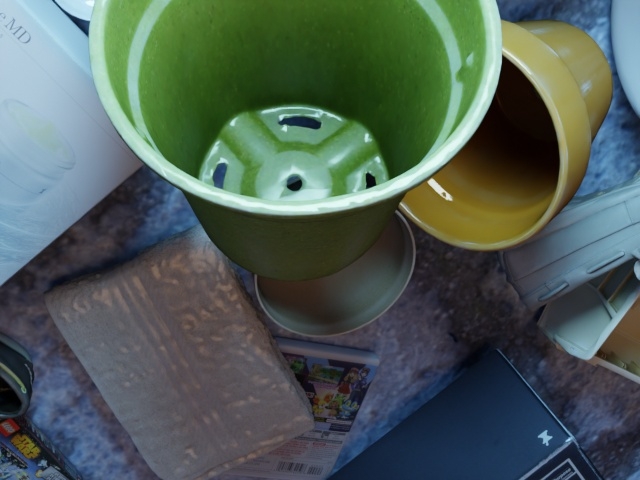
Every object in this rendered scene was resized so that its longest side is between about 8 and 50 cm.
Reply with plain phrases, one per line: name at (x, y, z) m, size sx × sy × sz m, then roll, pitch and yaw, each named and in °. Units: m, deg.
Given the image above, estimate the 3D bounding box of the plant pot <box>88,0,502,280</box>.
plant pot at (-0.020, -0.092, 0.753) m, size 0.276 × 0.276 × 0.254 m, roll -18°, pitch 158°, yaw -10°

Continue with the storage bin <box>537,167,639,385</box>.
storage bin at (0.438, 0.066, 1.145) m, size 0.262 × 0.123 × 0.260 m, roll 25°, pitch 107°, yaw -30°

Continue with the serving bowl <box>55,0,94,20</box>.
serving bowl at (-0.191, -0.230, 0.812) m, size 0.083 × 0.027 × 0.083 m, roll -9°, pitch 119°, yaw -15°

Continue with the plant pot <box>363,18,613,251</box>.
plant pot at (0.176, -0.121, 0.896) m, size 0.188 × 0.205 × 0.205 m, roll -34°, pitch 132°, yaw -42°

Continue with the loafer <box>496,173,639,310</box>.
loafer at (0.340, -0.012, 1.002) m, size 0.319 × 0.112 × 0.112 m, roll -21°, pitch 95°, yaw 34°

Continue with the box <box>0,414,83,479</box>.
box at (-0.330, 0.242, 1.024) m, size 0.093 × 0.027 × 0.137 m, roll -29°, pitch 124°, yaw -1°

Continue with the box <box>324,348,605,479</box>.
box at (0.199, 0.342, 1.171) m, size 0.296 × 0.183 × 0.294 m, roll -38°, pitch 128°, yaw 2°

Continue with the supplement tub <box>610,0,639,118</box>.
supplement tub at (0.479, -0.225, 0.932) m, size 0.324 × 0.235 × 0.236 m, roll -13°, pitch 121°, yaw -13°

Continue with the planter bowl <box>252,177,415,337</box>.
planter bowl at (0.000, 0.000, 0.958) m, size 0.162 × 0.109 × 0.162 m, roll -10°, pitch 124°, yaw -14°

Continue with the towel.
towel at (-0.137, 0.127, 0.999) m, size 0.187 × 0.049 × 0.282 m, roll -24°, pitch 117°, yaw 1°

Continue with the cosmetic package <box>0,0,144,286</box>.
cosmetic package at (-0.291, -0.103, 0.783) m, size 0.224 × 0.138 × 0.224 m, roll -41°, pitch 123°, yaw 3°

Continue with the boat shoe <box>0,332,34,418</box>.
boat shoe at (-0.372, 0.099, 0.905) m, size 0.227 × 0.069 × 0.081 m, roll 33°, pitch 103°, yaw -31°

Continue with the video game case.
video game case at (-0.053, 0.194, 1.101) m, size 0.201 × 0.023 × 0.184 m, roll 12°, pitch 113°, yaw -24°
